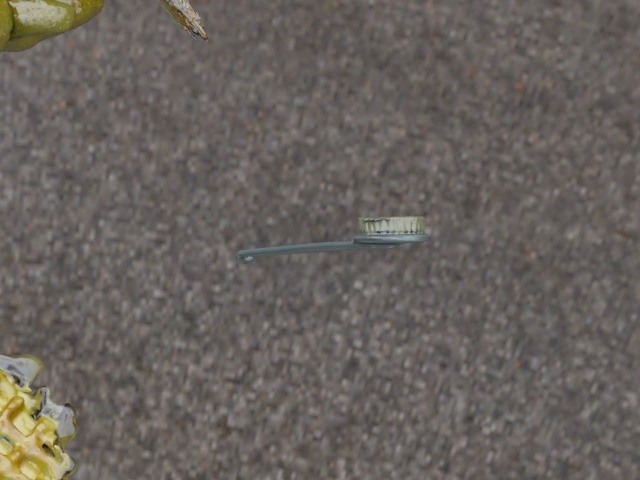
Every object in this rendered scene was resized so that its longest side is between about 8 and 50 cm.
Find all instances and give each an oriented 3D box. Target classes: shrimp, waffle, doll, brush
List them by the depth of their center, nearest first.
[{"bbox_3d":[0.000,0.000,1.424,0.062,0.266,0.027,-1,87,-34],"label":"brush"},{"bbox_3d":[-0.285,-0.206,1.463,0.137,0.097,0.209,1,12,31],"label":"doll"},{"bbox_3d":[-0.137,-0.271,1.780,0.114,0.083,0.023,56,5,2],"label":"shrimp"},{"bbox_3d":[-0.410,0.230,1.838,0.329,0.062,0.329,19,45,-20],"label":"waffle"}]
